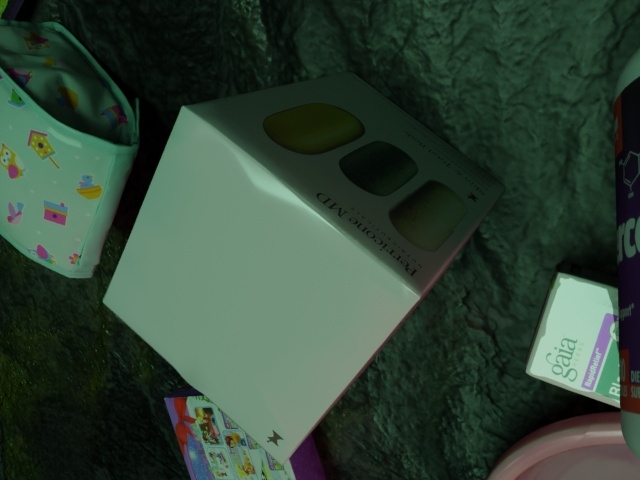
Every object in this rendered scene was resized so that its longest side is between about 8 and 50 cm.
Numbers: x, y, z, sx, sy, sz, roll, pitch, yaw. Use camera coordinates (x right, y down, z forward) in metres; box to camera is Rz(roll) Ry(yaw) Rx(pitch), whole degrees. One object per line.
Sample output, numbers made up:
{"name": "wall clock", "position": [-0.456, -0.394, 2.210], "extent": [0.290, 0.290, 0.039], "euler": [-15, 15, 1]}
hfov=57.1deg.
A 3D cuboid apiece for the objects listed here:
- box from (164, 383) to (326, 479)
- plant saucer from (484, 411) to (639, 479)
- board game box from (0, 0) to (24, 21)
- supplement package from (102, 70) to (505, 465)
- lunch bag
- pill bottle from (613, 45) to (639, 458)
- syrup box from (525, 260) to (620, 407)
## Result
{"name": "box", "position": [-0.083, 0.328, 0.784], "extent": [0.201, 0.057, 0.293], "euler": [-14, 95, 36]}
{"name": "plant saucer", "position": [0.320, 0.299, 0.560], "extent": [0.332, 0.084, 0.332], "euler": [11, 114, 26]}
{"name": "board game box", "position": [-0.388, -0.390, 0.628], "extent": [0.347, 0.208, 0.056], "euler": [-40, 52, 33]}
{"name": "supplement package", "position": [0.000, 0.000, 0.514], "extent": [0.199, 0.263, 0.198], "euler": [39, 123, 10]}
{"name": "lunch bag", "position": [-0.331, -0.108, 0.720], "extent": [0.262, 0.160, 0.223], "euler": [43, 122, 15]}
{"name": "pill bottle", "position": [0.276, -0.020, 0.351], "extent": [0.182, 0.181, 0.322], "euler": [-2, 77, 30]}
{"name": "syrup box", "position": [0.300, 0.097, 0.478], "extent": [0.237, 0.096, 0.093], "euler": [18, 101, 22]}
